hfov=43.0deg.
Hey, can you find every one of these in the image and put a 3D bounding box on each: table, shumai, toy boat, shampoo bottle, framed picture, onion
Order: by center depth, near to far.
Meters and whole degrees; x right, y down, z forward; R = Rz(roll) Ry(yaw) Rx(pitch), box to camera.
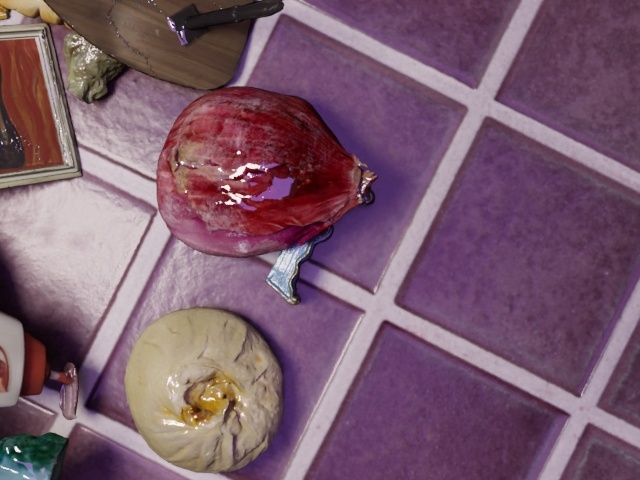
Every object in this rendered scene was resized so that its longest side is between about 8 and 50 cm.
[{"bbox_3d":[-0.161,-0.377,0.941,0.317,0.249,0.318,1,88,-23],"label":"table"},{"bbox_3d":[-0.399,0.149,0.946,0.071,0.284,0.153,5,78,44],"label":"shampoo bottle"},{"bbox_3d":[-0.073,-0.094,1.004,0.283,0.120,0.227,3,78,15],"label":"onion"},{"bbox_3d":[-0.455,-0.165,1.024,0.273,0.016,0.217,-14,90,-31],"label":"framed picture"},{"bbox_3d":[-0.301,-0.220,1.060,0.082,0.083,0.081,-9,66,36],"label":"shumai"},{"bbox_3d":[0.000,0.000,1.062,0.077,0.075,0.186,28,84,2],"label":"toy boat"}]

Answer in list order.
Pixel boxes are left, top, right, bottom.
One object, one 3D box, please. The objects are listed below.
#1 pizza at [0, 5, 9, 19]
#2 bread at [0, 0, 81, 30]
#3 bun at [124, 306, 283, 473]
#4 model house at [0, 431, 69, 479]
[{"bbox_3d":[-0.451,-0.338,1.087,0.083,0.025,0.078,19,92,1],"label":"pizza"},{"bbox_3d":[-0.347,-0.341,1.058,0.177,0.084,0.119,17,87,0],"label":"bread"},{"bbox_3d":[-0.149,0.193,1.035,0.222,0.127,0.223,0,87,1],"label":"bun"},{"bbox_3d":[-0.506,0.351,0.938,0.329,0.252,0.295,18,130,-10],"label":"model house"}]
